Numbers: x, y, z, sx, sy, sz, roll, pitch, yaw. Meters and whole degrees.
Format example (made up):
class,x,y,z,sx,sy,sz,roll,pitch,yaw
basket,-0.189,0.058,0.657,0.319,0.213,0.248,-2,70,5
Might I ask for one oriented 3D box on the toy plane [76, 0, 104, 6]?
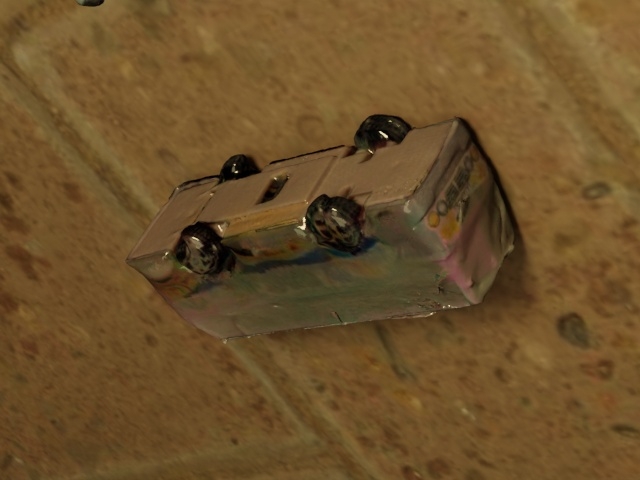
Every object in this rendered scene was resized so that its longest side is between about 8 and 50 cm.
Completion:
class,x,y,z,sx,sy,sz,roll,pitch,yaw
toy plane,-0.199,-0.286,1.160,0.169,0.078,0.246,38,154,52

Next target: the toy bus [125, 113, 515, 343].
class,x,y,z,sx,sy,sz,roll,pitch,yaw
toy bus,0.000,0.000,1.290,0.317,0.112,0.138,-8,129,46
